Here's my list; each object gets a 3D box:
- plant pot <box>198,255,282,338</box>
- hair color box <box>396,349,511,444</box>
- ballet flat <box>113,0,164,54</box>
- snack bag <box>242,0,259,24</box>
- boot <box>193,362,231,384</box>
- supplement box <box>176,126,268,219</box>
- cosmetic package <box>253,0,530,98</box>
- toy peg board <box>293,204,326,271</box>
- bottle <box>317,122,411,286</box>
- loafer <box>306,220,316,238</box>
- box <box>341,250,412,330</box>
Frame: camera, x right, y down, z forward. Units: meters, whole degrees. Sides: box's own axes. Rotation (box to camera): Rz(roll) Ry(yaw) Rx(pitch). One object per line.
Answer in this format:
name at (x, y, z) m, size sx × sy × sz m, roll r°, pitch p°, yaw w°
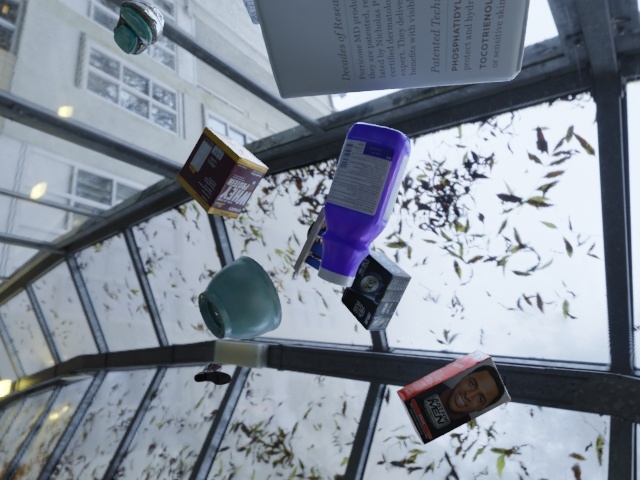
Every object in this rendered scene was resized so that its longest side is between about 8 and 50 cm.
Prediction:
plant pot at (-0.301, 0.226, 1.459) m, size 0.293 × 0.196 × 0.293 m, roll 28°, pitch -50°, yaw 39°
hair color box at (0.191, 0.224, 0.604) m, size 0.141 × 0.043 × 0.072 m, roll -26°, pitch -88°, yaw -5°
ballet flat at (-0.308, -0.375, 0.719) m, size 0.068 × 0.072 × 0.213 m, roll -48°, pitch -148°, yaw -17°
snack bag at (-0.034, -0.625, 0.957) m, size 0.343 × 0.323 × 0.037 m, roll -5°, pitch -98°, yaw 5°
boot at (-0.291, 0.374, 1.181) m, size 0.106 × 0.114 × 0.037 m, roll 4°, pitch -94°, yaw 3°
supplement box at (-0.304, -0.204, 1.281) m, size 0.191 × 0.129 × 0.194 m, roll 42°, pitch -74°, yaw 29°
cosmetic package at (0.116, -0.472, 0.679) m, size 0.394 × 0.327 × 0.329 m, roll 1°, pitch -132°, yaw 16°
toy peg board at (0.031, -0.007, 0.936) m, size 0.079 × 0.160 × 0.161 m, roll 30°, pitch -65°, yaw 9°
bottle at (0.068, -0.060, 0.743) m, size 0.118 × 0.092 × 0.282 m, roll 20°, pitch -84°, yaw 30°
loafer at (0.000, 0.000, 1.201) m, size 0.062 × 0.061 × 0.170 m, roll 38°, pitch -35°, yaw 25°
box at (0.152, 0.139, 1.181) m, size 0.147 × 0.078 × 0.180 m, roll 46°, pitch -60°, yaw 49°
